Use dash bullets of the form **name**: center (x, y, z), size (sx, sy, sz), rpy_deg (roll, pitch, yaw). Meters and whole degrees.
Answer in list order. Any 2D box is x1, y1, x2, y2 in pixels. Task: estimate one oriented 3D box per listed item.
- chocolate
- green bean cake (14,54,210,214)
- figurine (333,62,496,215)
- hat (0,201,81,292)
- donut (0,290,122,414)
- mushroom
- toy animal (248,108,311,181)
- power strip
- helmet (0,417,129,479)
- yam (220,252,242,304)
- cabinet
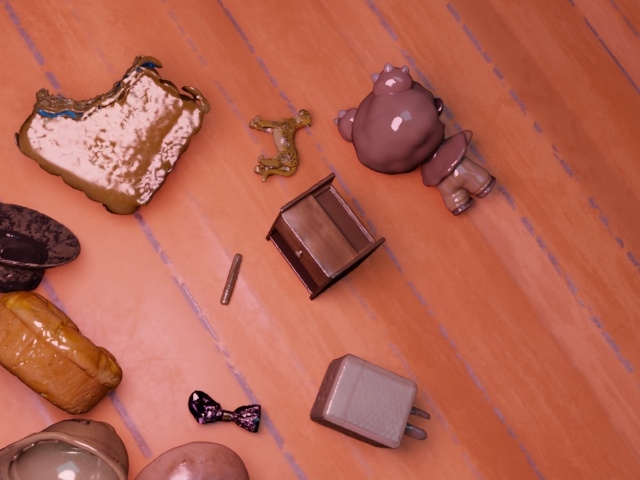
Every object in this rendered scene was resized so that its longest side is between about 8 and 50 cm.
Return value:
- **chocolate**: center (-0.192, 0.344, 1.322), size (0.147, 0.072, 0.070), rpy_deg (10, 112, -2)
- **green bean cake**: center (-0.416, -0.241, 1.336), size (0.285, 0.202, 0.310), rpy_deg (39, 91, -22)
- **figurine**: center (0.221, -0.212, 1.515), size (0.380, 0.248, 0.203), rpy_deg (38, 49, -12)
- **hat**: center (-0.596, 0.035, 1.271), size (0.265, 0.265, 0.128), rpy_deg (16, 107, -8)
- **donut**: center (-0.487, 0.201, 1.202), size (0.261, 0.208, 0.128), rpy_deg (43, 75, -10)
- **mushroom**: center (-0.241, 0.467, 1.212), size (0.226, 0.178, 0.226), rpy_deg (-16, 119, -30)
- **toy animal**: center (-0.083, -0.211, 1.506), size (0.136, 0.073, 0.181), rpy_deg (0, 70, -21)
- **power strip**: center (0.112, 0.338, 1.350), size (0.224, 0.140, 0.139), rpy_deg (25, 69, -6)
- **helmet**: center (-0.450, 0.396, 1.202), size (0.257, 0.137, 0.204), rpy_deg (-7, 113, 9)
- **yam**: center (-0.190, 0.082, 1.417), size (0.021, 0.021, 0.116), rpy_deg (18, 72, -8)
- **cabinet**: center (0.000, 0.000, 1.382), size (0.148, 0.215, 0.175), rpy_deg (-35, 84, -20)
